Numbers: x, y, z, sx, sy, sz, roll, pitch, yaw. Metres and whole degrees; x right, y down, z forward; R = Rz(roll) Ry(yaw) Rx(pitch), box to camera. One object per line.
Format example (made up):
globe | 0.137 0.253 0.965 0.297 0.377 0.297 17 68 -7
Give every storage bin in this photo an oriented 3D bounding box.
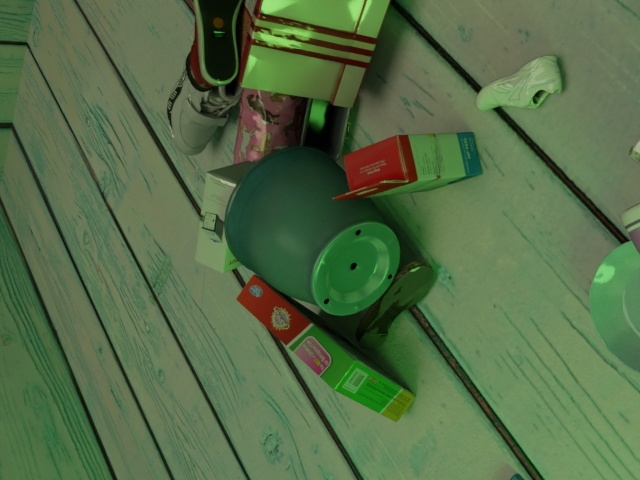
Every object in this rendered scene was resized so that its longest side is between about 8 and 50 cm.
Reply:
storage bin | 0.007 -0.235 1.459 0.091 0.098 0.135 -114 32 -63

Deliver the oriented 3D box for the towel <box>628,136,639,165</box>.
towel | 0.485 -0.138 0.941 0.113 0.023 0.152 50 129 30

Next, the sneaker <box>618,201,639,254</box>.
sneaker | 0.516 -0.029 0.850 0.282 0.102 0.161 -37 71 39

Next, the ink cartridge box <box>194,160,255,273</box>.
ink cartridge box | -0.167 -0.048 1.446 0.082 0.139 0.191 22 115 26

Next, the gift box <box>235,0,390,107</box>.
gift box | -0.025 -0.420 1.337 0.276 0.258 0.255 -111 34 -46

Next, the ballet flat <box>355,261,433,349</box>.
ballet flat | 0.132 0.115 1.378 0.058 0.084 0.250 -100 28 -42

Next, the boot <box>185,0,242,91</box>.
boot | -0.201 -0.395 1.312 0.176 0.088 0.244 -165 77 -68

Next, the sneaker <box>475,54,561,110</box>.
sneaker | 0.301 -0.226 1.121 0.152 0.053 0.061 -24 80 49

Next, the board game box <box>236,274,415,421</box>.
board game box | 0.009 0.206 1.412 0.064 0.242 0.316 -53 47 -2

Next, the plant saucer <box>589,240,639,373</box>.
plant saucer | 0.462 0.090 0.991 0.195 0.037 0.195 12 106 50

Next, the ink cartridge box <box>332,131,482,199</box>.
ink cartridge box | 0.136 -0.122 1.198 0.134 0.231 0.078 -15 84 50

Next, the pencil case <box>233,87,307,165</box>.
pencil case | -0.117 -0.203 1.554 0.167 0.160 0.386 23 115 30

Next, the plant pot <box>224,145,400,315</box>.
plant pot | 0.000 0.000 1.331 0.255 0.271 0.272 41 126 48

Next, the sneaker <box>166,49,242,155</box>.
sneaker | -0.251 -0.323 1.679 0.366 0.137 0.210 -64 33 29

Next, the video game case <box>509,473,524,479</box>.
video game case | 0.334 0.493 1.235 0.119 0.015 0.166 47 130 36
